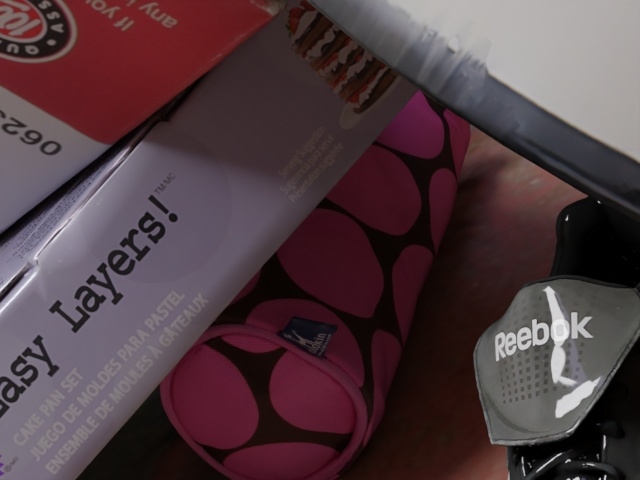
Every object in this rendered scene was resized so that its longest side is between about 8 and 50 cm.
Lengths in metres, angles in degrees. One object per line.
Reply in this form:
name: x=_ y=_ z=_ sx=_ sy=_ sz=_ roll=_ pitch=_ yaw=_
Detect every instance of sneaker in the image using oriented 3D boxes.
sneaker: x=0.083 y=0.068 z=0.590 sx=0.078 sy=0.106 sz=0.234 roll=-16 pitch=32 yaw=31

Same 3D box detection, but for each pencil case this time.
pencil case: x=0.000 y=0.000 z=0.790 sx=0.095 sy=0.098 sz=0.209 roll=-45 pitch=15 yaw=37

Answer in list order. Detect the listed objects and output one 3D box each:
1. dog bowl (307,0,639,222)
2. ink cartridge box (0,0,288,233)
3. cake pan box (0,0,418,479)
dog bowl: x=0.167 y=-0.146 z=0.539 sx=0.408 sy=0.408 sz=0.150 roll=-83 pitch=11 yaw=-56
ink cartridge box: x=-0.224 y=-0.107 z=0.667 sx=0.385 sy=0.279 sz=0.160 roll=-33 pitch=36 yaw=39
cake pan box: x=-0.086 y=-0.007 z=0.733 sx=0.267 sy=0.070 sz=0.246 roll=-49 pitch=13 yaw=-7
